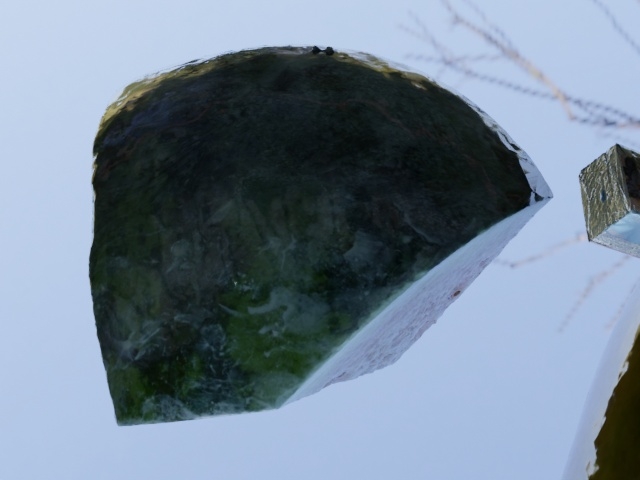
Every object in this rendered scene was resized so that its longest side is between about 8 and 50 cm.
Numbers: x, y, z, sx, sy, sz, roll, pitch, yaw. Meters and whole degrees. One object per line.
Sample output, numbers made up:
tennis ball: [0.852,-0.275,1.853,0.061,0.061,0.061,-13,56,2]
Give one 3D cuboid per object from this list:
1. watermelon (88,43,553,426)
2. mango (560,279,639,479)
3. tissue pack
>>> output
watermelon: [0.000,0.000,1.035,0.289,0.214,0.320,-11,-138,-5]
mango: [0.255,0.177,0.994,0.232,0.300,0.446,23,-90,19]
tissue pack: [0.251,-0.023,1.245,0.059,0.094,0.074,-46,-143,43]
